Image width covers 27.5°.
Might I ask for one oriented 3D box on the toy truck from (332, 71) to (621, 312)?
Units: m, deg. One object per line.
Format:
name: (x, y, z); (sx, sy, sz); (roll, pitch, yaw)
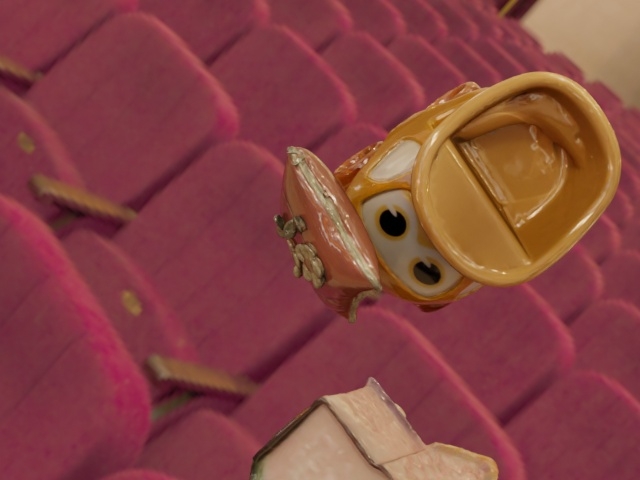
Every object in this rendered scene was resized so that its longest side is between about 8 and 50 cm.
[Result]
toy truck: (0.165, -0.055, 1.441); (0.204, 0.288, 0.211); (55, -8, -10)

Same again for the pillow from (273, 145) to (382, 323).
pillow: (0.000, 0.000, 1.366); (0.171, 0.075, 0.179); (62, -11, 10)

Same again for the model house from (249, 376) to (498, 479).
model house: (0.068, 0.314, 1.619); (0.237, 0.202, 0.237); (47, 26, 21)
